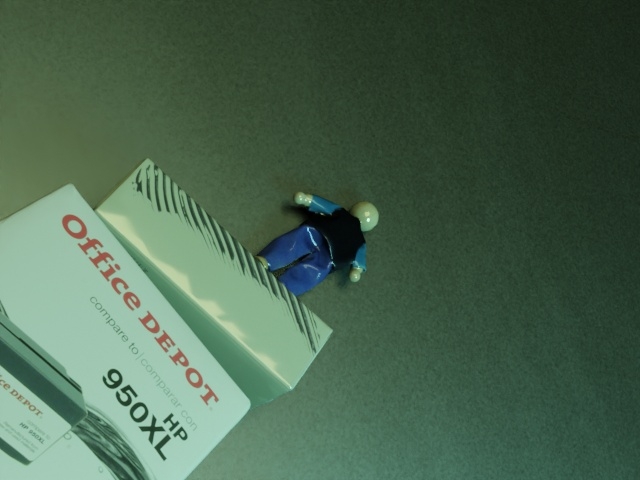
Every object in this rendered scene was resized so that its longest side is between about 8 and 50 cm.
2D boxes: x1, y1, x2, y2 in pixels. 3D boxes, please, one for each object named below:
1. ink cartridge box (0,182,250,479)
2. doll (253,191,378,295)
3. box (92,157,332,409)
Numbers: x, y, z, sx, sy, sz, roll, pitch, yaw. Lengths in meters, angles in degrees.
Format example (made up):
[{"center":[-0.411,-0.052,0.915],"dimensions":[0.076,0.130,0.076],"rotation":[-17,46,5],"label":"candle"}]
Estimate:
[{"center":[-0.286,0.164,0.861],"dimensions":[0.285,0.166,0.395],"rotation":[52,38,-3],"label":"ink cartridge box"},{"center":[0.000,0.000,1.218],"dimensions":[0.189,0.046,0.129],"rotation":[-30,88,-33],"label":"doll"},{"center":[-0.129,0.050,1.090],"dimensions":[0.275,0.113,0.094],"rotation":[44,56,-9],"label":"box"}]
